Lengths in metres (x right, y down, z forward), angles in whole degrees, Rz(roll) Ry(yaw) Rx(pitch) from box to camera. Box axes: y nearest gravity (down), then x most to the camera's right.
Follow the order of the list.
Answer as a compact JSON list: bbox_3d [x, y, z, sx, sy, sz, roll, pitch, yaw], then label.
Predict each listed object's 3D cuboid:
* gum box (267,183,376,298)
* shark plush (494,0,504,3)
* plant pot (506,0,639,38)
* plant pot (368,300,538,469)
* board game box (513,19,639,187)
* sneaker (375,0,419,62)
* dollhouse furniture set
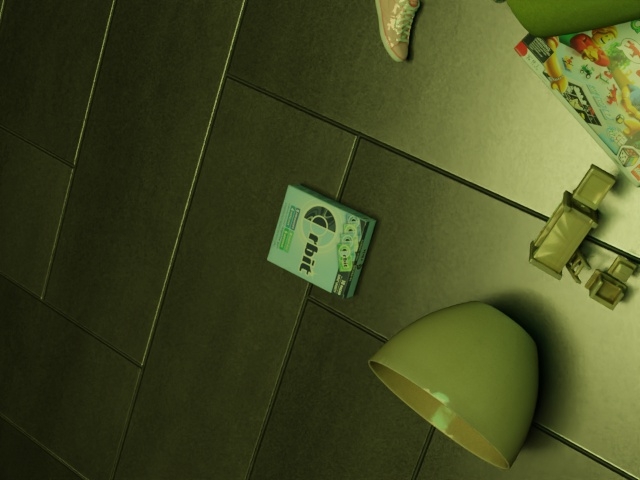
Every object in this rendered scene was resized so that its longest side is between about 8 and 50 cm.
[{"bbox_3d":[0.000,0.000,1.977,0.184,0.041,0.157,26,108,30],"label":"gum box"},{"bbox_3d":[0.292,-0.467,1.717,0.073,0.067,0.161,5,98,33],"label":"shark plush"},{"bbox_3d":[0.410,-0.415,1.499,0.293,0.274,0.275,-28,80,33],"label":"plant pot"},{"bbox_3d":[0.248,0.213,1.729,0.284,0.284,0.191,34,78,26],"label":"plant pot"},{"bbox_3d":[0.468,-0.258,1.632,0.193,0.053,0.305,-47,70,27],"label":"board game box"},{"bbox_3d":[0.141,-0.383,1.835,0.070,0.051,0.134,-17,81,39],"label":"sneaker"},{"bbox_3d":[0.448,-0.014,1.671,0.161,0.101,0.182,31,113,1],"label":"dollhouse furniture set"}]
